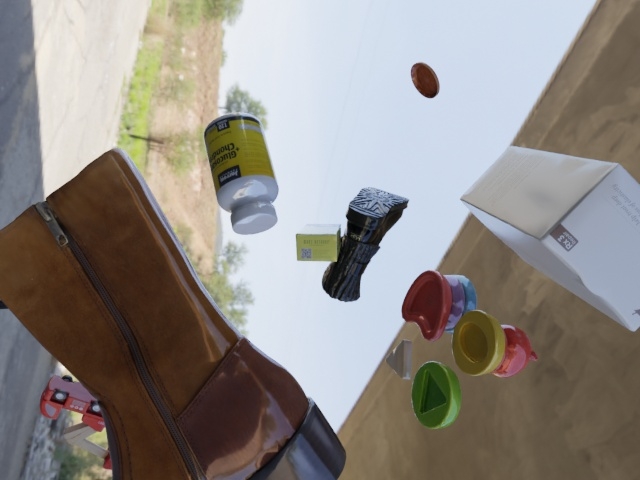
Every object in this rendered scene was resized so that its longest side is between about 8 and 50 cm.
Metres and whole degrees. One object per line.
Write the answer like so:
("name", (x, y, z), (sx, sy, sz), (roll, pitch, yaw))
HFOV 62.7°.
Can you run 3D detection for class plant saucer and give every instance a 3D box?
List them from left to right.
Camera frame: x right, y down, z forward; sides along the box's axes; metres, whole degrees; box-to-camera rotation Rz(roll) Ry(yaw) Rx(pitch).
("plant saucer", (0.227, -0.346, 1.132), (0.083, 0.013, 0.083), (50, -15, 18))

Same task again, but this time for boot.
("boot", (-0.162, 0.119, 0.376), (0.264, 0.281, 0.096), (-36, -173, 15))
("boot", (0.121, 0.001, 1.457), (0.348, 0.131, 0.260), (-31, 140, -59))

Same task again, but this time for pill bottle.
("pill bottle", (-0.126, -0.107, 0.860), (0.103, 0.103, 0.184), (126, -48, -59))

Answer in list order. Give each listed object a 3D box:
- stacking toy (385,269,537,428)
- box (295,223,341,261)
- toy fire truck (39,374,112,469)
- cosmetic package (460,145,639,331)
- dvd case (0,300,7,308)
("stacking toy", (0.285, 0.230, 1.108), (0.280, 0.130, 0.309), (-69, -155, 20))
("box", (0.000, 0.000, 1.147), (0.232, 0.087, 0.058), (-68, 159, -82))
("toy fire truck", (-0.411, 0.328, 0.938), (0.135, 0.191, 0.047), (-58, -159, 16))
("cosmetic package", (0.416, -0.029, 0.909), (0.156, 0.217, 0.385), (-48, -167, 7))
("dvd case", (-0.676, 0.076, 1.171), (0.253, 0.180, 0.022), (-68, 150, -59))
